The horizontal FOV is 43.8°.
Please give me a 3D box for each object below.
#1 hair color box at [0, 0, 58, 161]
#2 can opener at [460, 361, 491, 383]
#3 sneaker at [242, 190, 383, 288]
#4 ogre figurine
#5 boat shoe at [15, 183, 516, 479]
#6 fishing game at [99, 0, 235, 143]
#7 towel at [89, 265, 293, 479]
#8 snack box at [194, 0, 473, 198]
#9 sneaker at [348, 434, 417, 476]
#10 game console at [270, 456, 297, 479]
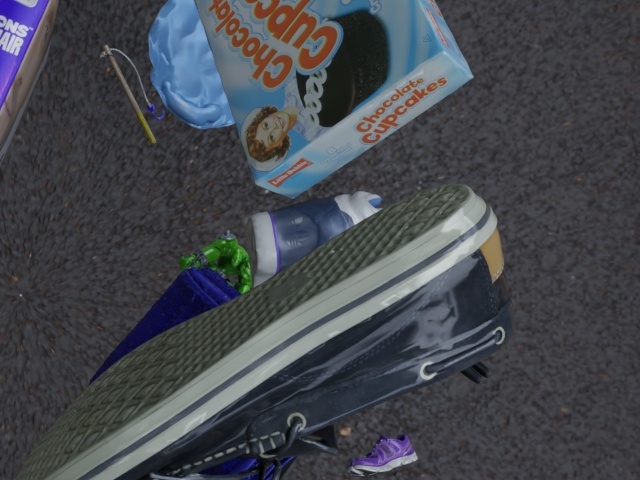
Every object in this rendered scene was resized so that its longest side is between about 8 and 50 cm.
[{"bbox_3d":[-0.356,-0.096,0.750,0.110,0.185,0.338,20,66,-18],"label":"hair color box"},{"bbox_3d":[0.249,0.212,1.540,0.059,0.186,0.073,-37,142,-33],"label":"can opener"},{"bbox_3d":[0.000,-0.001,1.293,0.237,0.323,0.130,-9,86,-8],"label":"sneaker"},{"bbox_3d":[-0.180,0.059,1.495,0.118,0.097,0.197,-50,122,-14],"label":"ogre figurine"},{"bbox_3d":[-0.049,0.133,0.710,0.500,0.187,0.156,-30,108,3],"label":"boat shoe"},{"bbox_3d":[-0.140,-0.239,1.036,0.264,0.041,0.189,-39,124,-18],"label":"fishing game"},{"bbox_3d":[-0.134,0.166,0.924,0.227,0.308,0.076,-47,134,-11],"label":"towel"},{"bbox_3d":[-0.016,-0.218,0.696,0.060,0.187,0.321,20,43,-53],"label":"snack box"},{"bbox_3d":[0.118,0.431,1.603,0.170,0.068,0.071,-4,70,-43],"label":"sneaker"},{"bbox_3d":[-0.127,0.333,1.656,0.386,0.060,0.342,-50,118,-16],"label":"game console"}]
